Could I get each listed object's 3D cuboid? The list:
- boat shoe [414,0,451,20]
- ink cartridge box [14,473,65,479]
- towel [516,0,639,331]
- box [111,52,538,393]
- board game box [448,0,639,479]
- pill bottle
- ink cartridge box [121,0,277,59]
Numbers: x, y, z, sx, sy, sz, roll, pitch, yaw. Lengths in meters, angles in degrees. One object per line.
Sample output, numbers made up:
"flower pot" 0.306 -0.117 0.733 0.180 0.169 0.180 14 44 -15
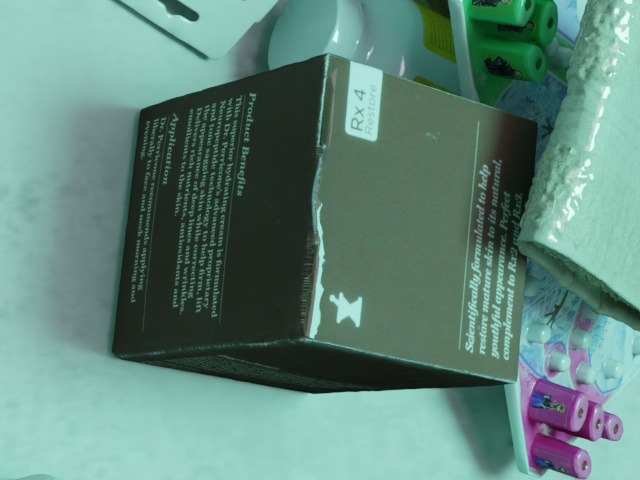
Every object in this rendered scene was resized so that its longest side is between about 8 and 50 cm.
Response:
"boat shoe" 0.112 -0.294 1.312 0.123 0.116 0.324 -9 90 -38
"ink cartridge box" -0.123 0.268 1.103 0.225 0.056 0.181 35 65 -28
"towel" 0.205 -0.048 1.181 0.282 0.049 0.187 32 72 -59
"box" 0.000 0.000 1.135 0.167 0.203 0.168 15 76 -36
"board game box" 0.244 -0.082 1.324 0.390 0.050 0.389 -38 130 -39
"pill bottle" 0.058 -0.107 1.257 0.184 0.103 0.103 23 71 -34
"ink cartridge box" -0.049 -0.214 1.177 0.104 0.181 0.061 31 26 -31
